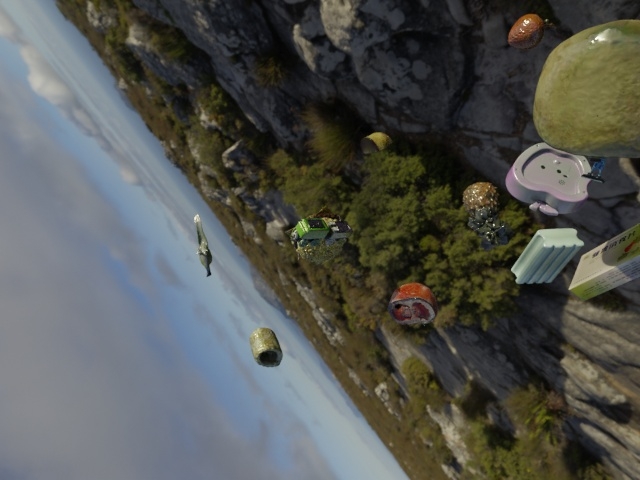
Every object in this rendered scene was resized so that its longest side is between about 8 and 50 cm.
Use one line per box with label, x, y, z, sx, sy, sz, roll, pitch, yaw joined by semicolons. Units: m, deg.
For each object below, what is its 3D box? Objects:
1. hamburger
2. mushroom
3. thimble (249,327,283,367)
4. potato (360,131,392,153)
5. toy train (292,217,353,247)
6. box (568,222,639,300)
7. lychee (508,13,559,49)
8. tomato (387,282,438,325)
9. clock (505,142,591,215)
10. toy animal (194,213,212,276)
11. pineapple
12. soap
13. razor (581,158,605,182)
hamburger;0.000;0.000;1.667;0.261;0.243;0.138;47;-167;-44
mushroom;0.588;-0.298;0.831;0.292;0.217;0.212;21;167;30
thimble;-0.265;0.534;2.013;0.190;0.137;0.143;52;-178;-42
potato;0.218;-0.382;1.548;0.096;0.103;0.066;12;131;52
toy train;0.011;-0.025;1.200;0.081;0.202;0.060;-55;51;38
box;0.874;0.058;1.193;0.062;0.175;0.260;40;147;8
lychee;0.666;-0.662;1.283;0.101;0.140;0.114;50;-179;33
tomato;0.426;0.273;1.840;0.214;0.155;0.180;-6;128;30
clock;1.012;-0.274;1.797;0.338;0.339;0.102;47;165;24
toy animal;-0.392;0.015;1.345;0.075;0.041;0.216;-174;71;-84
pineapple;0.522;-0.074;1.277;0.119;0.111;0.237;119;156;-53
soap;0.908;0.069;1.642;0.265;0.160;0.087;91;174;-52
razor;1.053;-0.340;1.497;0.082;0.042;0.253;26;132;32
